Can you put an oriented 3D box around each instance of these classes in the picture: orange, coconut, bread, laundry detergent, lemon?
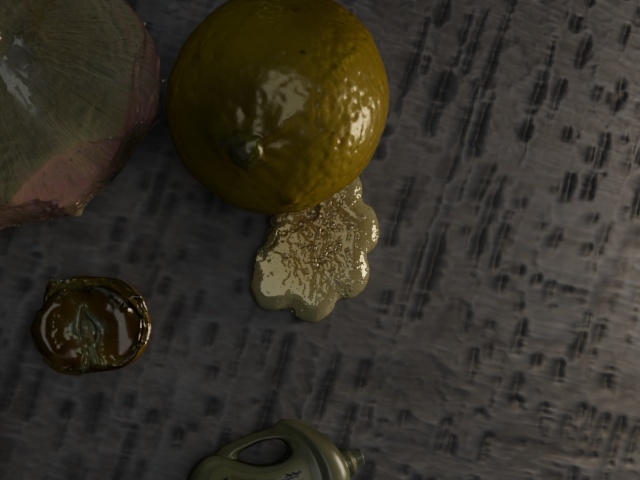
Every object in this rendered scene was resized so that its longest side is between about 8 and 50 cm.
[{"bbox_3d":[-0.321,0.123,1.684,0.160,0.112,0.170,-45,71,-3],"label":"orange"},{"bbox_3d":[-0.410,-0.215,1.565,0.404,0.404,0.405,1,84,-13],"label":"coconut"},{"bbox_3d":[0.000,0.000,1.807,0.181,0.039,0.251,18,80,-10],"label":"bread"},{"bbox_3d":[-0.055,0.359,1.730,0.253,0.091,0.181,-21,84,-14],"label":"laundry detergent"},{"bbox_3d":[-0.060,-0.197,1.667,0.336,0.336,0.336,1,84,-13],"label":"lemon"}]
